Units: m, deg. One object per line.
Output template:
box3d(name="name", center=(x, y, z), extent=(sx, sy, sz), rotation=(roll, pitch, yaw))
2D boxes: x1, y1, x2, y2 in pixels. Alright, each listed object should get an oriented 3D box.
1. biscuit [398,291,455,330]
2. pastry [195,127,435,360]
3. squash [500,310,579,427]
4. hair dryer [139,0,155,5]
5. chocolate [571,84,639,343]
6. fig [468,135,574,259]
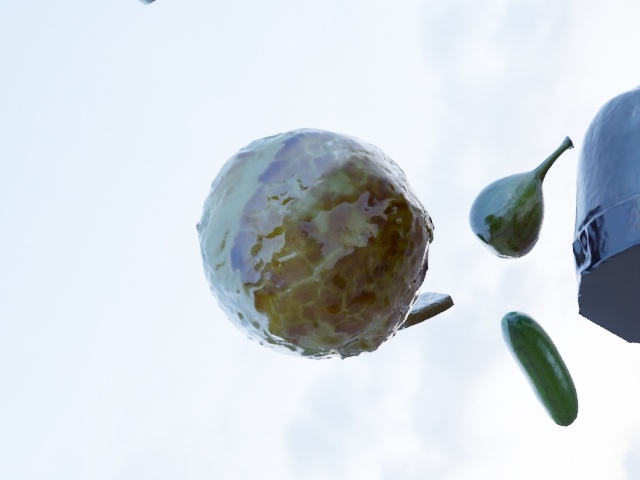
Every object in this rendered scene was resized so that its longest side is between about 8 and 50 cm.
box3d(name="biscuit", center=(0.125, 0.157, 2.525), extent=(0.278, 0.302, 0.043), rotation=(-31, -74, -59))
box3d(name="pastry", center=(0.000, 0.000, 2.018), extent=(0.388, 0.388, 0.312), rotation=(-45, -2, -25))
box3d(name="squash", center=(0.411, 0.233, 2.358), extent=(0.082, 0.082, 0.292), rotation=(-47, -58, -22))
box3d(name="hair dryer", center=(-0.197, -0.421, 1.715), extent=(0.131, 0.236, 0.073), rotation=(52, -140, -19))
box3d(name="chocolate", center=(0.536, -0.066, 1.847), extent=(0.383, 0.384, 0.331), rotation=(63, -155, -55))
box3d(name="fig", center=(0.394, -0.081, 2.375), extent=(0.259, 0.151, 0.151), rotation=(-45, -29, 10))
